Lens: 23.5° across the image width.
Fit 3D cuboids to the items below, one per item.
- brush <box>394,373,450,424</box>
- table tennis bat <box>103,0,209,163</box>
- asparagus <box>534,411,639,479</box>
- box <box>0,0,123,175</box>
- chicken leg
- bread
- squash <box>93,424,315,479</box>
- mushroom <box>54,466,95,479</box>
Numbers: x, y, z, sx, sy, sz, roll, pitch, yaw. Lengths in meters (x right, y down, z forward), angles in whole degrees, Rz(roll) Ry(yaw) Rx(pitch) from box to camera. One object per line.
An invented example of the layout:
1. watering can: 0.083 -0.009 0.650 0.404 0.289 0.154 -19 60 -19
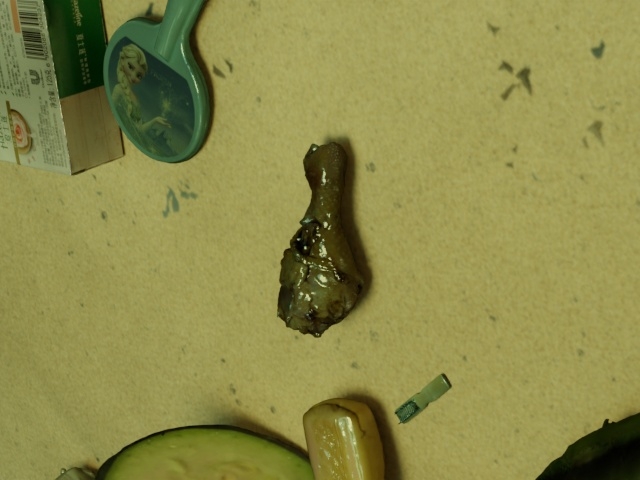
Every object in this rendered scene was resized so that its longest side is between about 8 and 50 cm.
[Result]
1. brush: 0.095 0.151 1.459 0.016 0.013 0.083 57 135 12
2. table tennis bat: -0.155 -0.177 1.537 0.149 0.038 0.237 47 138 19
3. asparagus: 0.280 0.184 1.218 0.382 0.108 0.128 -35 51 49
4. box: -0.292 -0.177 1.640 0.135 0.081 0.199 13 115 41
5. chicken leg: 0.003 0.000 1.449 0.085 0.069 0.197 -139 49 -56
6. bread: 0.030 0.208 1.517 0.082 0.056 0.115 -11 96 43
7. squash: -0.119 0.416 1.614 0.263 0.263 0.384 29 127 32
8. mushroom: -0.280 0.358 1.809 0.099 0.096 0.278 -47 31 7
